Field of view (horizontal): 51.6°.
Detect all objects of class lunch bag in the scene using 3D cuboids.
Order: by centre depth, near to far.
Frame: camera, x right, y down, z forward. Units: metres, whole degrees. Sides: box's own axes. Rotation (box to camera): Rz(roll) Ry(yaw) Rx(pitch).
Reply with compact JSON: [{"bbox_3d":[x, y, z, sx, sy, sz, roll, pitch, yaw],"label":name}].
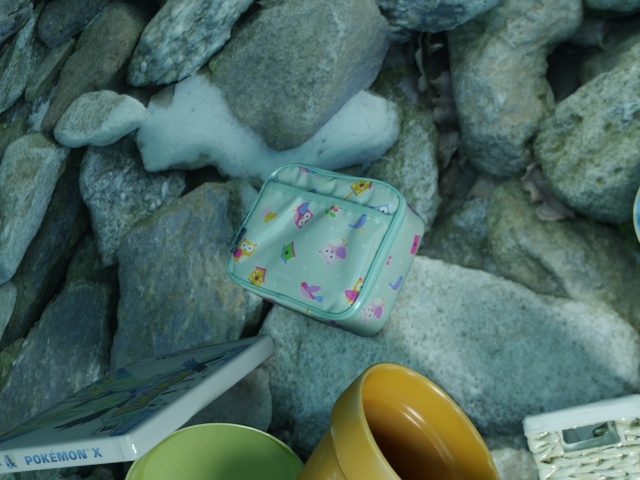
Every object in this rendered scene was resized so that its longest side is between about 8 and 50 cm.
[{"bbox_3d":[0.000,0.000,0.979,0.279,0.108,0.224,18,79,38],"label":"lunch bag"}]

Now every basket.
[{"bbox_3d":[0.283,0.219,0.653,0.113,0.167,0.103,-20,65,25],"label":"basket"}]

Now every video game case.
[{"bbox_3d":[-0.265,0.224,0.935,0.300,0.329,0.036,-15,97,27],"label":"video game case"}]

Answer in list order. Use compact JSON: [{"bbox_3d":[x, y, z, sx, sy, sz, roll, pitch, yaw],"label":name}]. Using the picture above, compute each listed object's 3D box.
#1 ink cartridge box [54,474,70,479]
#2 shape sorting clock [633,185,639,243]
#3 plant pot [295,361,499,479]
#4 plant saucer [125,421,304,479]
[{"bbox_3d":[-0.433,0.537,0.951,0.307,0.129,0.223,-46,27,7],"label":"ink cartridge box"},{"bbox_3d":[0.460,-0.035,0.734,0.206,0.040,0.206,-14,61,28],"label":"shape sorting clock"},{"bbox_3d":[0.066,0.278,0.761,0.188,0.205,0.205,-49,49,25],"label":"plant pot"},{"bbox_3d":[-0.131,0.325,0.858,0.241,0.241,0.037,-40,20,11],"label":"plant saucer"}]
